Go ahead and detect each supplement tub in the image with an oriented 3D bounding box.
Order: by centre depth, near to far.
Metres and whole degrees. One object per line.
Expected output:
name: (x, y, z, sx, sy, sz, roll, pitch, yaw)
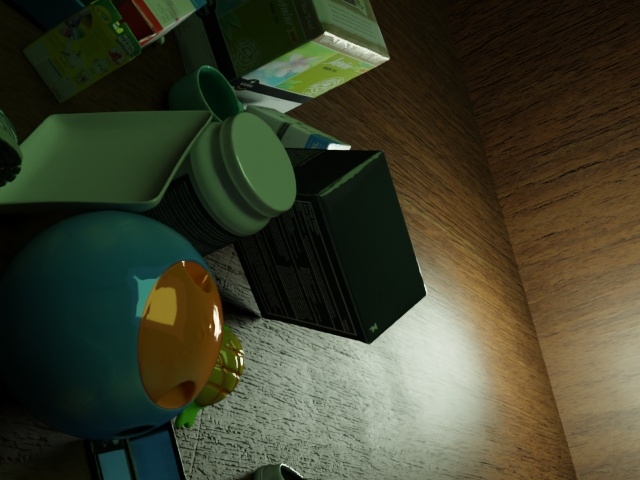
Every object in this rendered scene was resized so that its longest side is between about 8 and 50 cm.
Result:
supplement tub: (-0.196, -0.074, 1.428, 0.191, 0.272, 0.191, 43, 35, -40)

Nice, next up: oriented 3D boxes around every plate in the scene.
plate: (-0.315, -0.108, 1.271, 0.277, 0.278, 0.045, -72, 158, -55)

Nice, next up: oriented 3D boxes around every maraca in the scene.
maraca: (-0.184, 0.214, 1.412, 0.185, 0.099, 0.127, -55, 148, -45)

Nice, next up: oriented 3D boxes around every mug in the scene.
mug: (-0.224, -0.252, 1.725, 0.158, 0.097, 0.129, 45, 33, -39)

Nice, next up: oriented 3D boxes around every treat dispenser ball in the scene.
treat dispenser ball: (-0.267, 0.106, 1.127, 0.288, 0.288, 0.288, 43, 34, -39)

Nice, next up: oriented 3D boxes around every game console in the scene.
game console: (-0.252, 0.316, 1.228, 0.107, 0.071, 0.122, 8, 61, -61)

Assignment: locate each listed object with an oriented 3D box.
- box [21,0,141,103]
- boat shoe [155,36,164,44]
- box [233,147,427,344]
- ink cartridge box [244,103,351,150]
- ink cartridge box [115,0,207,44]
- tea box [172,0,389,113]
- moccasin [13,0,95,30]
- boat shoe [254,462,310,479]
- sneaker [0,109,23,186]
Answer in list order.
box: (-0.369, -0.303, 1.398, 0.105, 0.179, 0.043, 57, 27, -19)
boat shoe: (-0.341, -0.422, 1.727, 0.035, 0.035, 0.100, -39, 109, -35)
box: (0.000, 0.000, 1.601, 0.183, 0.294, 0.296, -36, 118, -33)
ink cartridge box: (-0.059, -0.208, 1.878, 0.203, 0.085, 0.148, 28, 13, 16)
ink cartridge box: (-0.321, -0.391, 1.591, 0.078, 0.134, 0.231, 55, 36, -14)
tea box: (-0.081, -0.439, 1.895, 0.329, 0.324, 0.219, -4, 72, -62)
moccasin: (-0.485, -0.459, 1.402, 0.342, 0.138, 0.116, 57, 19, -51)
boat shoe: (-0.038, 0.436, 1.542, 0.184, 0.063, 0.066, 49, 30, -30)
sneaker: (-0.511, -0.187, 1.154, 0.283, 0.110, 0.122, 48, 13, -38)
